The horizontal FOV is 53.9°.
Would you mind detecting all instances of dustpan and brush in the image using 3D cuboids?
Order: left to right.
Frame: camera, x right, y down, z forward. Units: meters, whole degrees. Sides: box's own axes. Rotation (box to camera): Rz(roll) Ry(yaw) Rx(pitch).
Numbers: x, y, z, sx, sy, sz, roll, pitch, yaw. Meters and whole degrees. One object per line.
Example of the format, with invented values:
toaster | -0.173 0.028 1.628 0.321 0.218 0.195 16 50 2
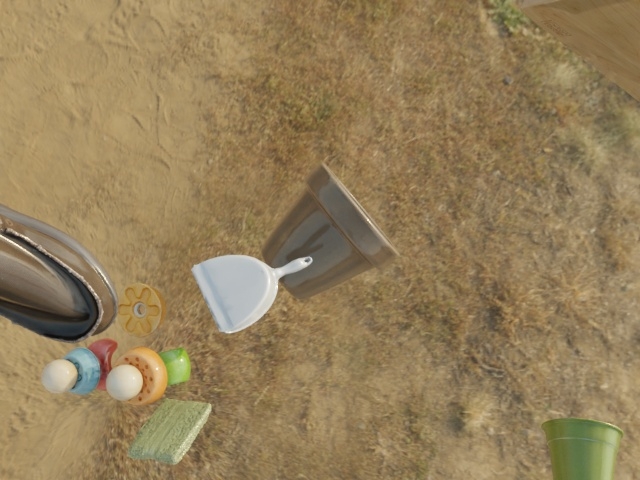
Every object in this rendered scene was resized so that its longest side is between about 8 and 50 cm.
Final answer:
dustpan and brush | -0.111 0.071 1.161 0.211 0.060 0.147 -26 70 -9

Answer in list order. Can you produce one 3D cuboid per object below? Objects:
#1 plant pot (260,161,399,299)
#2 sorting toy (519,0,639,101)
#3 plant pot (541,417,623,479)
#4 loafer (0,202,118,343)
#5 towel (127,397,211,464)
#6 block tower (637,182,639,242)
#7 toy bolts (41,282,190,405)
plant pot | 0.000 0.000 1.344 0.229 0.263 0.263 -39 90 6
sorting toy | 0.310 -0.139 0.449 0.257 0.255 0.089 32 102 -11
plant pot | 0.278 0.240 0.667 0.083 0.083 0.079 20 58 -12
loafer | -0.415 0.024 0.752 0.366 0.130 0.134 38 107 -23
towel | -0.269 0.343 1.140 0.110 0.148 0.027 1 118 18
block tower | 0.543 0.001 0.728 0.336 0.091 0.097 19 85 0
toy bolts | -0.385 0.199 1.130 0.229 0.158 0.218 -17 84 20
